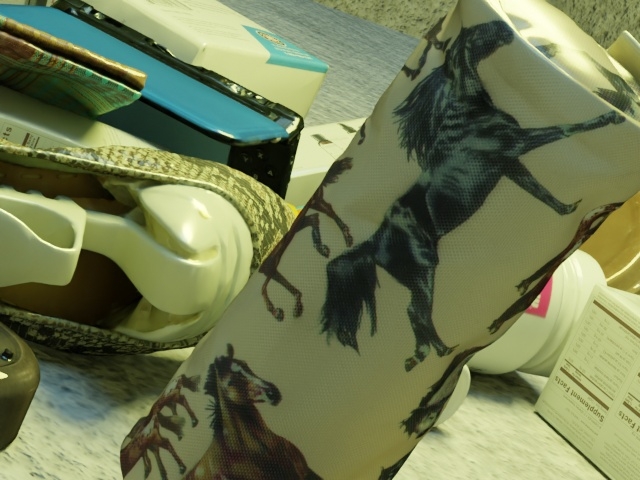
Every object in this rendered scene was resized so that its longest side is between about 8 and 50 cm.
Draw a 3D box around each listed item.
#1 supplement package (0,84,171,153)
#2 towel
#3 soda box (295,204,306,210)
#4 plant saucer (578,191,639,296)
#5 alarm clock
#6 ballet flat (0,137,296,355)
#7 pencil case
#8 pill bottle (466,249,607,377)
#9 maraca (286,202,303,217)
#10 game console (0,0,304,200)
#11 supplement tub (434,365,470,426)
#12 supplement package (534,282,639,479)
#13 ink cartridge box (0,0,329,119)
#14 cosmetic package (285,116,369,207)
[{"bbox_3d":[-0.226,-0.051,1.524,0.179,0.105,0.105,21,15,-19],"label":"supplement package"},{"bbox_3d":[-0.330,-0.161,1.587,0.271,0.040,0.370,20,-10,-20],"label":"towel"},{"bbox_3d":[0.000,0.000,1.820,0.063,0.058,0.183,30,14,14],"label":"soda box"},{"bbox_3d":[0.261,-0.007,1.947,0.278,0.278,0.041,38,-25,41],"label":"plant saucer"},{"bbox_3d":[-0.244,0.075,1.133,0.129,0.064,0.192,25,11,0],"label":"alarm clock"},{"bbox_3d":[-0.194,0.003,1.245,0.482,0.164,0.182,11,5,-31],"label":"ballet flat"},{"bbox_3d":[0.047,0.033,1.056,0.160,0.410,0.183,42,15,18],"label":"pencil case"},{"bbox_3d":[0.132,0.041,1.682,0.283,0.160,0.160,16,17,-33],"label":"pill bottle"},{"bbox_3d":[-0.069,0.012,1.590,0.185,0.099,0.127,6,21,16],"label":"maraca"},{"bbox_3d":[-0.185,-0.110,1.713,0.293,0.250,0.173,29,45,14],"label":"game console"},{"bbox_3d":[0.073,0.109,1.520,0.071,0.071,0.107,10,21,-45],"label":"supplement tub"},{"bbox_3d":[0.381,0.172,1.665,0.262,0.145,0.204,15,17,-34],"label":"supplement package"},{"bbox_3d":[-0.236,-0.235,2.052,0.395,0.166,0.285,33,15,25],"label":"ink cartridge box"},{"bbox_3d":[-0.010,-0.080,1.934,0.239,0.060,0.099,-13,35,-36],"label":"cosmetic package"}]
